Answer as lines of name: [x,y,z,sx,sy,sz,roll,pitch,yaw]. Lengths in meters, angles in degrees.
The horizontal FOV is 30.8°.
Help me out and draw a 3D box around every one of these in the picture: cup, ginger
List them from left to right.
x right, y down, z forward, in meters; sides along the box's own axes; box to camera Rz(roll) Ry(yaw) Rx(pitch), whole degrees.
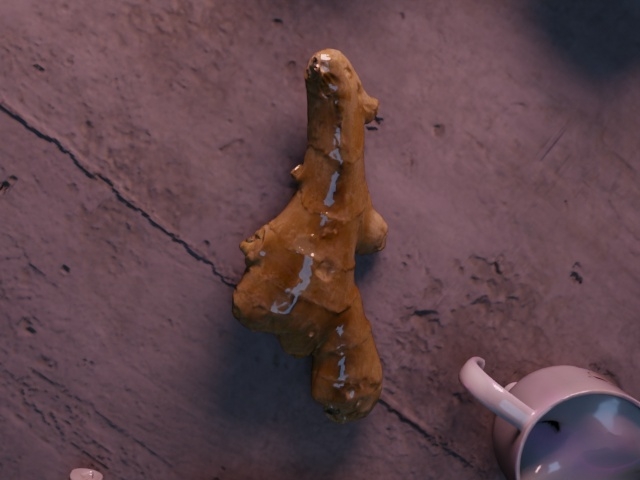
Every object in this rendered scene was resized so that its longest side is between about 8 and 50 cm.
ginger: [0.000,0.000,1.025,0.148,0.081,0.333,5,99,-11]
cup: [0.202,0.177,1.041,0.174,0.142,0.134,4,99,-7]

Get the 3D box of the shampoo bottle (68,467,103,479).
shampoo bottle: [-0.240,0.354,1.051,0.092,0.092,0.303,10,98,-7]
